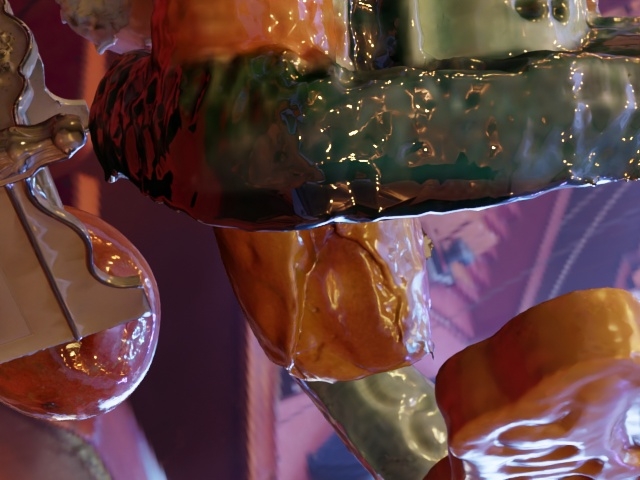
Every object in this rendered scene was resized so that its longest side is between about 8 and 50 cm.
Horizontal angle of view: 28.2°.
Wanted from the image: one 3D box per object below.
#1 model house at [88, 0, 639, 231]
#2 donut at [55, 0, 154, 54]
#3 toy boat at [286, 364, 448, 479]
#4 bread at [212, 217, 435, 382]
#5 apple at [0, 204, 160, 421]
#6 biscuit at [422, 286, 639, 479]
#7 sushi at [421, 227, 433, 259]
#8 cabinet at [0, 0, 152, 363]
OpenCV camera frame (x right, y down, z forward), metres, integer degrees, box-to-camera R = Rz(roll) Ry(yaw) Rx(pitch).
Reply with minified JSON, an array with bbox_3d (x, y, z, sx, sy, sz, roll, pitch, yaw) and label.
[{"bbox_3d":[0.033,-0.153,0.520,0.184,0.253,0.291,178,-92,-69],"label":"model house"},{"bbox_3d":[-0.111,-0.216,1.062,0.199,0.233,0.085,9,68,-17],"label":"donut"},{"bbox_3d":[0.089,0.159,1.055,0.330,0.123,0.215,48,-9,21],"label":"toy boat"},{"bbox_3d":[-0.017,-0.072,0.882,0.195,0.148,0.344,-79,159,-65],"label":"bread"},{"bbox_3d":[-0.303,0.077,1.403,0.253,0.253,0.254,51,28,-41],"label":"apple"},{"bbox_3d":[0.101,0.070,0.406,0.236,0.144,0.040,84,1,-61],"label":"biscuit"},{"bbox_3d":[0.000,0.000,1.415,0.210,0.193,0.040,49,-17,-17],"label":"sushi"},{"bbox_3d":[-0.337,-0.047,1.033,0.290,0.318,0.227,-115,-173,-45],"label":"cabinet"}]
